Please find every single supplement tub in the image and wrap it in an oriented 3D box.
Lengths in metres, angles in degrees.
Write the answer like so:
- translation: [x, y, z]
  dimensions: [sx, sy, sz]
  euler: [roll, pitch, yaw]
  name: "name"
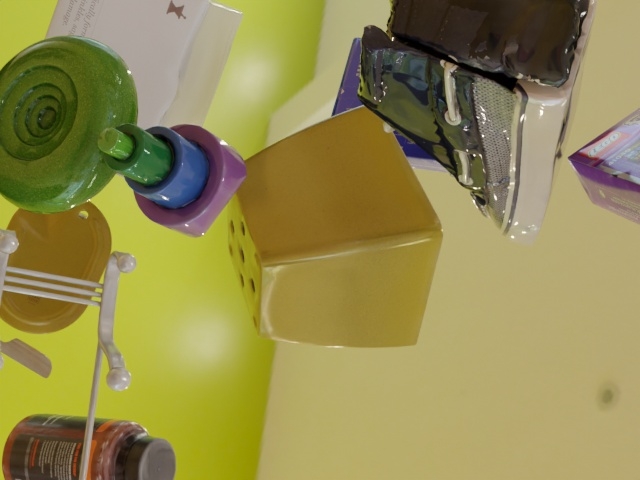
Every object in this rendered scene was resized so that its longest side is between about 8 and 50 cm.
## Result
- translation: [-0.269, 0.260, 1.124]
  dimensions: [0.197, 0.106, 0.106]
  euler: [-2, -113, 28]
  name: "supplement tub"

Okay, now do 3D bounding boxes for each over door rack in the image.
- translation: [-0.298, 0.148, 0.830]
  dimensions: [0.108, 0.239, 0.324]
  euler: [170, -70, -66]
  name: "over door rack"

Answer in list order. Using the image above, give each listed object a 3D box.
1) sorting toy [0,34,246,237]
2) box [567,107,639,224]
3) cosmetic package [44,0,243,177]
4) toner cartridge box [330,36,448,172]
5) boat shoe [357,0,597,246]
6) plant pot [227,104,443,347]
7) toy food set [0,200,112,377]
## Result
- translation: [-0.222, -0.101, 0.622]
  dimensions: [0.365, 0.126, 0.127]
  euler: [24, -93, 27]
  name: "sorting toy"
- translation: [0.369, -0.112, 0.770]
  dimensions: [0.293, 0.057, 0.201]
  euler: [-34, -163, 0]
  name: "box"
- translation: [-0.215, -0.216, 1.176]
  dimensions: [0.385, 0.156, 0.217]
  euler: [-81, -167, -80]
  name: "cosmetic package"
- translation: [0.147, -0.174, 1.220]
  dimensions: [0.347, 0.075, 0.165]
  euler: [15, -92, 55]
  name: "toner cartridge box"
- translation: [0.124, -0.103, 0.788]
  dimensions: [0.340, 0.158, 0.127]
  euler: [71, 37, -66]
  name: "boat shoe"
- translation: [0.000, 0.000, 1.092]
  dimensions: [0.212, 0.187, 0.212]
  euler: [96, -23, -49]
  name: "plant pot"
- translation: [-0.345, 0.047, 1.193]
  dimensions: [0.218, 0.128, 0.071]
  euler: [-66, -169, -10]
  name: "toy food set"
